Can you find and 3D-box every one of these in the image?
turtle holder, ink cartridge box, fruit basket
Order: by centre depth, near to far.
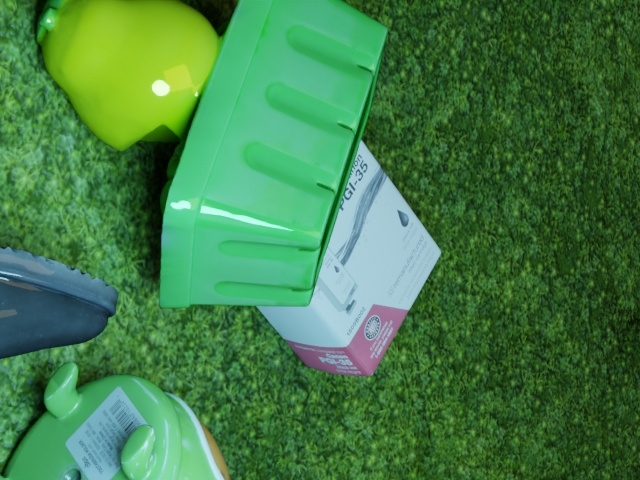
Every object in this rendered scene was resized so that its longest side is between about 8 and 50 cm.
[{"bbox_3d":[-0.224,0.312,2.051,0.227,0.243,0.320,38,66,-45],"label":"turtle holder"},{"bbox_3d":[-0.138,-0.139,2.119,0.392,0.392,0.283,-56,169,-27],"label":"fruit basket"},{"bbox_3d":[0.000,0.000,2.354,0.283,0.117,0.207,52,59,-38],"label":"ink cartridge box"}]

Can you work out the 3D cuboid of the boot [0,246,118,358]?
[{"bbox_3d":[-0.402,0.218,1.907,0.367,0.146,0.445,18,78,-38],"label":"boot"}]
